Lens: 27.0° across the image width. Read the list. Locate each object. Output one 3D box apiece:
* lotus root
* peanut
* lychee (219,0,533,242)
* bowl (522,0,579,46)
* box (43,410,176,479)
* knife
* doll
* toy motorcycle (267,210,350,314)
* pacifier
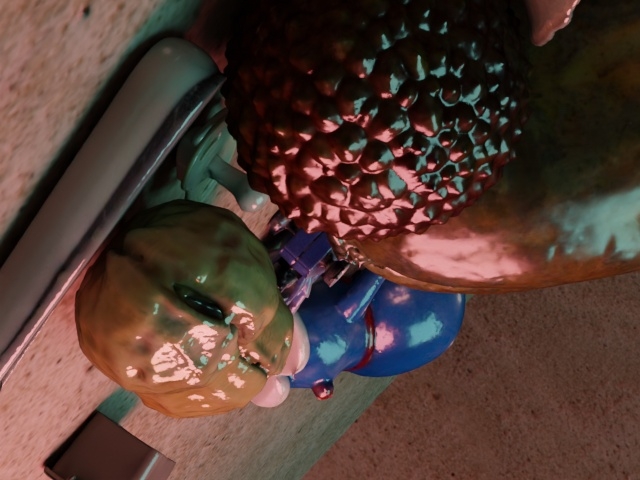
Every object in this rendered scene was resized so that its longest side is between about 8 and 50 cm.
[{"bbox_3d":[0.152,-0.078,0.959,0.346,0.251,0.250,-13,164,-1],"label":"lotus root"},{"bbox_3d":[-0.084,0.048,0.845,0.130,0.130,0.290,-48,171,-7],"label":"peanut"},{"bbox_3d":[0.030,-0.098,0.754,0.188,0.188,0.188,-46,168,-13],"label":"lychee"},{"bbox_3d":[0.181,-0.267,0.727,0.313,0.146,0.313,-46,-177,3],"label":"bowl"},{"bbox_3d":[-0.173,0.195,1.125,0.069,0.084,0.122,-55,170,-11],"label":"box"},{"bbox_3d":[-0.139,0.001,0.740,0.266,0.040,0.073,-53,179,14],"label":"knife"},{"bbox_3d":[0.023,0.073,1.336,0.256,0.161,0.215,-15,161,-42],"label":"doll"},{"bbox_3d":[0.000,0.000,1.175,0.205,0.076,0.114,-47,175,-6],"label":"toy motorcycle"},{"bbox_3d":[-0.057,-0.044,0.835,0.068,0.064,0.083,-52,171,-20],"label":"pacifier"}]
